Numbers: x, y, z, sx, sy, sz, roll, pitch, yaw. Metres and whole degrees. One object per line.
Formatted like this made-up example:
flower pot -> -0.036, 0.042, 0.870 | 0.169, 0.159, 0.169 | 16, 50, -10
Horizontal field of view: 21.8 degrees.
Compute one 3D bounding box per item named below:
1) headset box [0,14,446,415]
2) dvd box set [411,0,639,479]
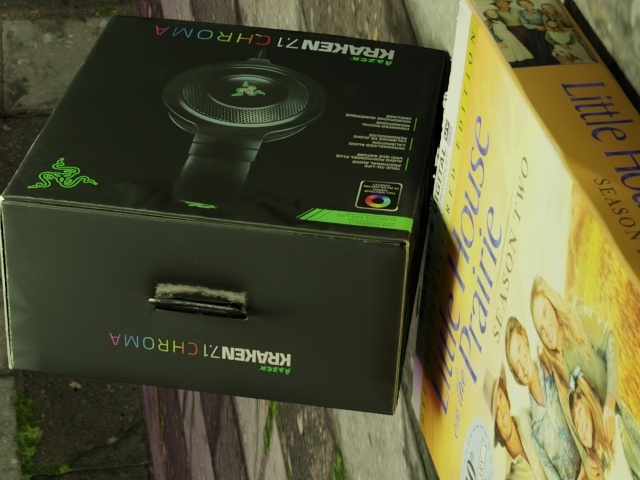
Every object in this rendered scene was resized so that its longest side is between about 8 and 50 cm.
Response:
headset box -> -0.055, -0.021, 1.079 | 0.283, 0.246, 0.131 | -73, -12, -57
dvd box set -> 0.137, 0.102, 0.839 | 0.420, 0.062, 0.307 | -109, 19, -52
